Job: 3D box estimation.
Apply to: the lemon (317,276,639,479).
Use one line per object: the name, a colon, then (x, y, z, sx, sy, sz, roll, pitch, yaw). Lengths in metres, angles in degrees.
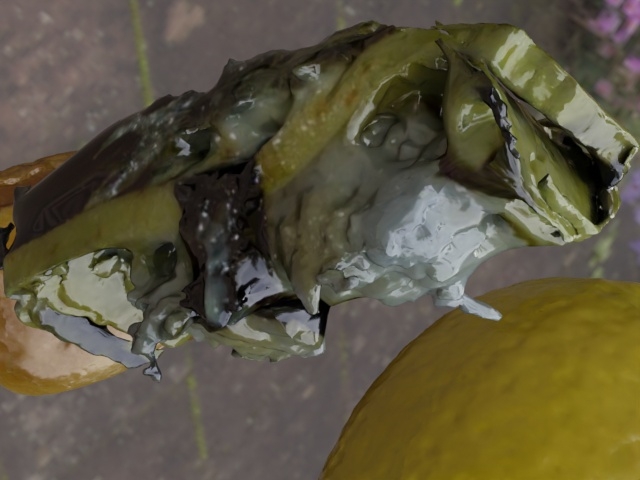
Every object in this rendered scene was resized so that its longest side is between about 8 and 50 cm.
lemon: (0.141, 0.184, 0.929, 0.336, 0.336, 0.336, -38, 151, -26)

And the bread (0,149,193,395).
bread: (-0.121, -0.001, 1.317, 0.344, 0.149, 0.195, -19, 131, -5)

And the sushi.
sushi: (0.001, -0.007, 0.691, 0.291, 0.131, 0.139, -22, 147, 33)
